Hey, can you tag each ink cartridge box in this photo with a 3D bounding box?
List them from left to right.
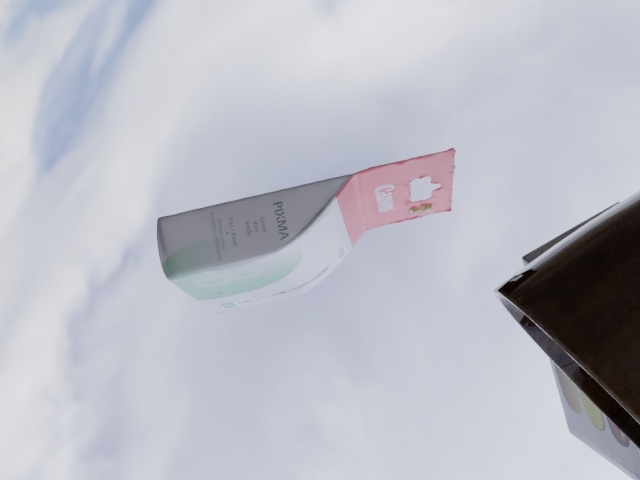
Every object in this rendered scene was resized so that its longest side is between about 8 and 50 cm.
[{"bbox_3d":[0.000,0.000,0.851,0.225,0.181,0.056,-11,-103,3],"label":"ink cartridge box"}]

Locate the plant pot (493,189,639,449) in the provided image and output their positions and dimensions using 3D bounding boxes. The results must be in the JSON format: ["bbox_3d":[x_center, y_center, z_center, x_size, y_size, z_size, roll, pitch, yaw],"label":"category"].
[{"bbox_3d":[0.262,0.028,0.650,0.230,0.215,0.215,-45,-153,2],"label":"plant pot"}]

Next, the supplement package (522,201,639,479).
[{"bbox_3d":[0.326,0.109,1.122,0.134,0.244,0.139,-28,-153,-15],"label":"supplement package"}]
